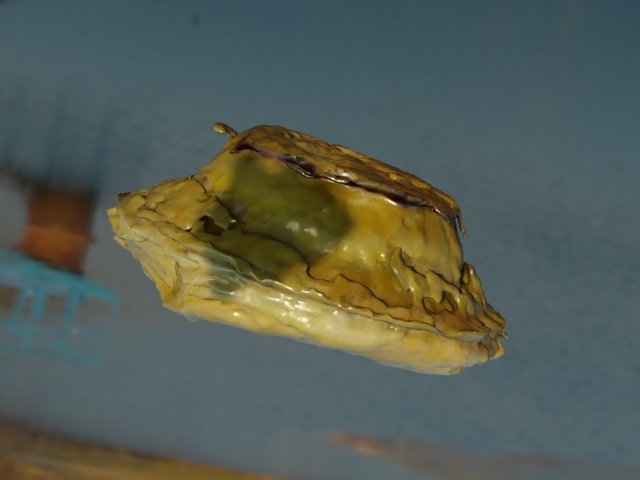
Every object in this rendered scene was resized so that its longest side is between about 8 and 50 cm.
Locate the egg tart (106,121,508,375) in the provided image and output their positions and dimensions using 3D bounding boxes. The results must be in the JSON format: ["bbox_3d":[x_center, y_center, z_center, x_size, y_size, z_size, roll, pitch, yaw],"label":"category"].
[{"bbox_3d":[0.000,0.000,1.036,0.241,0.106,0.241,17,-171,-3],"label":"egg tart"}]
